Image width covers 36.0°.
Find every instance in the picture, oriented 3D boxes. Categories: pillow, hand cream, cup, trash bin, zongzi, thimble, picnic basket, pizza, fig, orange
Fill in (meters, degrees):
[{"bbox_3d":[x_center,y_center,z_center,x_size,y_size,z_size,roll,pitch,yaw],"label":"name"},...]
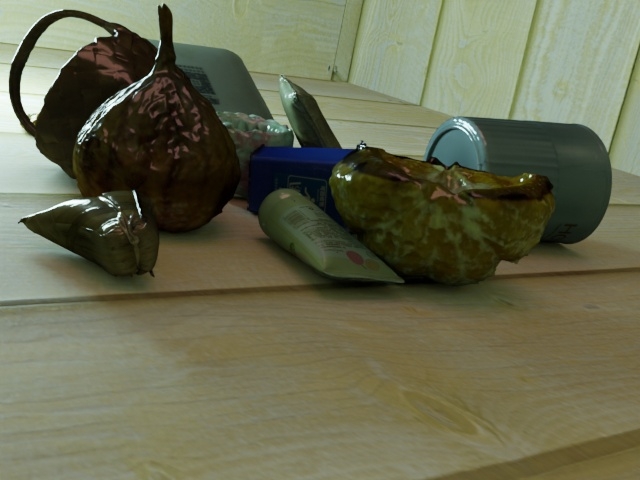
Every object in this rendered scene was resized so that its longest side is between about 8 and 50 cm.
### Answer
[{"bbox_3d":[0.001,-0.196,2.032,0.074,0.302,0.185,-30,25,-2],"label":"pillow"},{"bbox_3d":[0.000,0.000,1.590,0.147,0.093,0.306,8,16,-33],"label":"hand cream"},{"bbox_3d":[0.381,-0.138,2.064,0.311,0.257,0.331,2,19,-27],"label":"cup"},{"bbox_3d":[-0.010,-0.109,1.875,0.234,0.163,0.184,6,18,9],"label":"trash bin"},{"bbox_3d":[-0.325,-0.007,1.379,0.197,0.099,0.194,-4,18,-13],"label":"zongzi"},{"bbox_3d":[-0.157,-0.174,2.010,0.185,0.149,0.211,17,16,13],"label":"thimble"},{"bbox_3d":[-0.457,-0.294,1.892,0.337,0.293,0.337,30,17,-10],"label":"picnic basket"},{"bbox_3d":[-0.626,-0.265,2.212,0.099,0.036,0.160,7,15,-16],"label":"pizza"},{"bbox_3d":[-0.276,-0.205,1.639,0.286,0.369,0.286,0,16,0],"label":"fig"},{"bbox_3d":[0.189,-0.035,1.619,0.368,0.211,0.271,12,9,2],"label":"orange"}]

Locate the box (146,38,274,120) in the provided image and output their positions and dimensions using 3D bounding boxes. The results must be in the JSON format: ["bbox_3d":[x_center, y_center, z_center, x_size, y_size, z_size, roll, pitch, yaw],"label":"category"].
[{"bbox_3d":[-0.313,-0.343,2.390,0.367,0.090,0.373,1,47,-33],"label":"box"}]
